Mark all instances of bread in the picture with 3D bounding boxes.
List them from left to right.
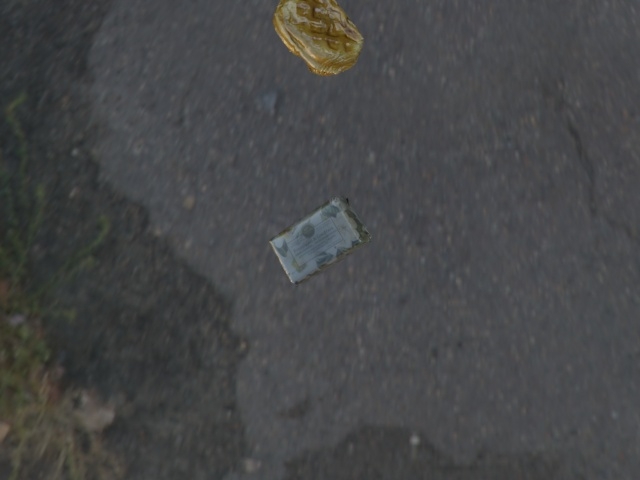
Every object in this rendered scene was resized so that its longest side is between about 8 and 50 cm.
[{"bbox_3d":[-0.004,-0.235,1.942,0.111,0.083,0.044,50,144,4],"label":"bread"}]

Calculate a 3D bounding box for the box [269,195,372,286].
[{"bbox_3d":[0.000,0.000,1.853,0.098,0.045,0.062,-35,82,18],"label":"box"}]
